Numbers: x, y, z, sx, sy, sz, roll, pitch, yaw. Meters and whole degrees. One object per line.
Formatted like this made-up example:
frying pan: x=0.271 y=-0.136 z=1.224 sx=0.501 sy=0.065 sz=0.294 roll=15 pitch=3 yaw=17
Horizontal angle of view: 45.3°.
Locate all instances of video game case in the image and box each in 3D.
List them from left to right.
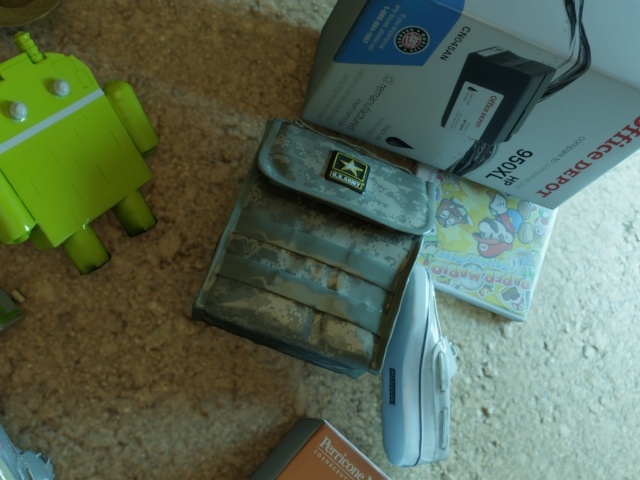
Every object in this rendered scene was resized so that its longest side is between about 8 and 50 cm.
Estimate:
video game case: x=0.220 y=-0.018 z=1.094 sx=0.227 sy=0.026 sz=0.206 roll=22 pitch=78 yaw=-12

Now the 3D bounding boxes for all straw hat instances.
straw hat: x=-0.376 y=-0.305 z=0.945 sx=0.145 sy=0.061 sz=0.144 roll=2 pitch=69 yaw=-5

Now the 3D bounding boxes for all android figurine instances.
android figurine: x=-0.301 y=-0.104 z=0.891 sx=0.248 sy=0.056 sz=0.272 roll=-43 pitch=115 yaw=-41

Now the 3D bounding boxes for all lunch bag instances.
lunch bag: x=0.000 y=0.000 z=0.956 sx=0.235 sy=0.169 sz=0.286 roll=22 pitch=74 yaw=-5

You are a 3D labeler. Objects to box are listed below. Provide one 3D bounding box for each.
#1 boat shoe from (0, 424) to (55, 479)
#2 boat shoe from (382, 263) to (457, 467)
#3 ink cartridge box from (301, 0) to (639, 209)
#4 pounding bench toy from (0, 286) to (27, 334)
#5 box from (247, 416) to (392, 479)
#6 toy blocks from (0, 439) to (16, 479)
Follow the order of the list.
boat shoe: x=-0.347 y=0.286 z=0.882 sx=0.081 sy=0.079 sz=0.227 roll=-19 pitch=86 yaw=-41
boat shoe: x=0.138 y=0.164 z=1.015 sx=0.088 sy=0.096 sz=0.267 roll=2 pitch=84 yaw=-19
ink cartridge box: x=0.213 y=-0.219 z=0.967 sx=0.395 sy=0.285 sz=0.166 roll=18 pitch=63 yaw=-12
pounding bench toy: x=-0.389 y=0.092 z=0.901 sx=0.065 sy=0.083 sz=0.052 roll=-40 pitch=93 yaw=15
box: x=-0.043 y=0.406 z=0.885 sx=0.215 sy=0.168 sz=0.345 roll=42 pitch=74 yaw=0
toy blocks: x=-0.475 y=0.255 z=0.682 sx=0.289 sy=0.309 sz=0.260 roll=-27 pitch=98 yaw=8
